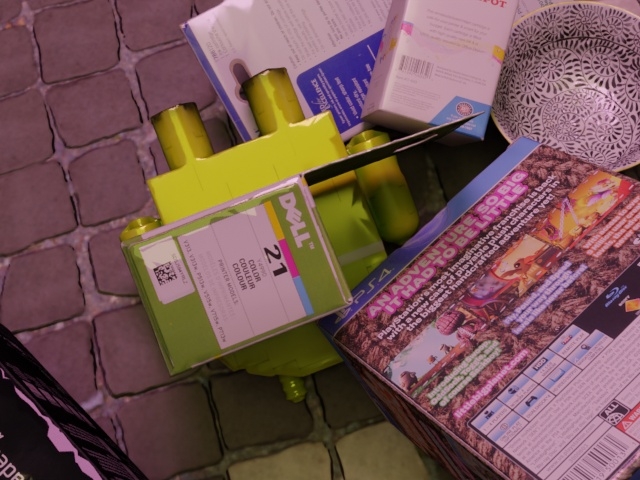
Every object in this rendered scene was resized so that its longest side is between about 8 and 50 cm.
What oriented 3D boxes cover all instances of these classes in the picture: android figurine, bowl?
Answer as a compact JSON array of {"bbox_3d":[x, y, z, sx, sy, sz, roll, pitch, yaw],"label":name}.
[{"bbox_3d":[-0.038,0.000,0.878,0.248,0.056,0.273,-23,91,-3],"label":"android figurine"},{"bbox_3d":[0.229,-0.119,0.920,0.170,0.080,0.170,-2,69,6],"label":"bowl"}]

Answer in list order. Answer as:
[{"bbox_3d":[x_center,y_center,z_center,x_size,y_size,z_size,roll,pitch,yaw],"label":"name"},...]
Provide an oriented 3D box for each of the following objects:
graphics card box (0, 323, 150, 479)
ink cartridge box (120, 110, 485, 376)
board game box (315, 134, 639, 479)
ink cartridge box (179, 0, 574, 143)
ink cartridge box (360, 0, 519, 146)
[{"bbox_3d":[-0.193,0.183,0.767,0.094,0.233,0.371,-44,72,-10],"label":"graphics card box"},{"bbox_3d":[0.000,0.000,0.758,0.255,0.189,0.097,-21,90,-3],"label":"ink cartridge box"},{"bbox_3d":[0.181,0.083,0.741,0.232,0.141,0.291,-41,36,-10],"label":"board game box"},{"bbox_3d":[0.053,-0.199,0.946,0.333,0.065,0.165,-29,95,-7],"label":"ink cartridge box"},{"bbox_3d":[0.102,-0.162,0.877,0.092,0.090,0.143,16,89,-8],"label":"ink cartridge box"}]
